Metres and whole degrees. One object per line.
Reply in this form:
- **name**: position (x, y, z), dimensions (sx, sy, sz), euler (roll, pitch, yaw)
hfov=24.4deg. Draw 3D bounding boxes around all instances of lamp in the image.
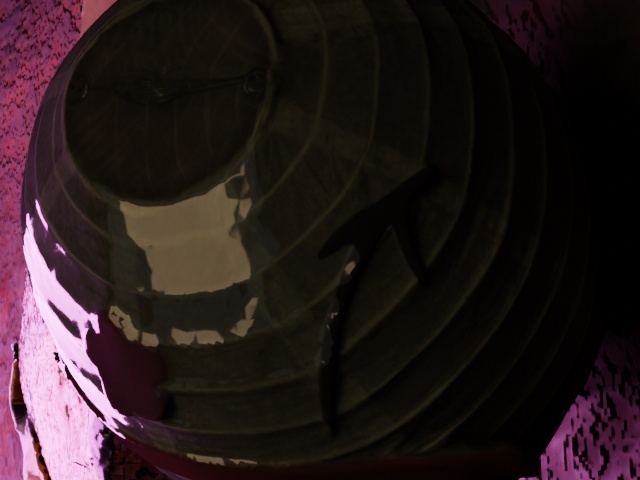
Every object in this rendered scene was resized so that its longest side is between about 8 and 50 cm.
- **lamp**: position (0.000, 0.000, 0.610), dimensions (0.265, 0.233, 0.233), euler (16, 101, 42)

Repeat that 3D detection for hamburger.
- **hamburger**: position (-0.132, 0.089, 0.942), dimensions (0.231, 0.107, 0.231), euler (2, 92, 59)

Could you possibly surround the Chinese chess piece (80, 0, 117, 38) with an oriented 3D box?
- **Chinese chess piece**: position (-0.059, -0.126, 0.843), dimensions (0.250, 0.103, 0.250), euler (-13, 75, 60)
